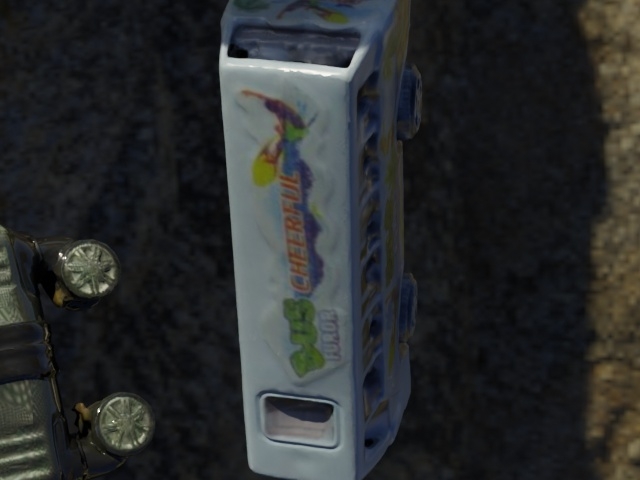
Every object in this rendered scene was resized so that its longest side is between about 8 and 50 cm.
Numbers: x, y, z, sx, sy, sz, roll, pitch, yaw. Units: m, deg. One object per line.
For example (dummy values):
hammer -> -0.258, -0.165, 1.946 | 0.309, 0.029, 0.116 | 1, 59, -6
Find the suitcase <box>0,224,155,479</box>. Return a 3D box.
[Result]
suitcase -> -0.247, 0.082, 0.717 | 0.312, 0.202, 0.128 | -10, 81, -27

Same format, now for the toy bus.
toy bus -> 0.000, 0.000, 1.028 | 0.136, 0.109, 0.329 | -72, 163, -53
